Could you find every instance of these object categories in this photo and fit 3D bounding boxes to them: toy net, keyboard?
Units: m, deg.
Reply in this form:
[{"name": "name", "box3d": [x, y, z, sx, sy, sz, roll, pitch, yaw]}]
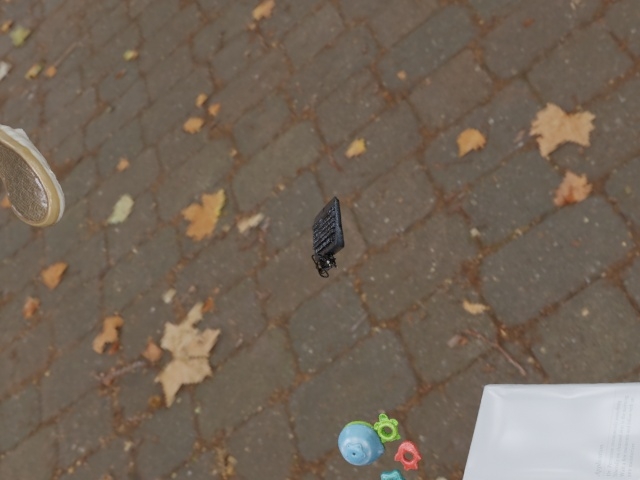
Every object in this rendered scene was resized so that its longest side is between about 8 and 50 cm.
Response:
[{"name": "toy net", "box3d": [0.122, 0.367, 1.414, 0.122, 0.232, 0.045, -31, 3, 23]}, {"name": "keyboard", "box3d": [0.000, 0.000, 1.396, 0.038, 0.192, 0.100, -6, 82, -9]}]

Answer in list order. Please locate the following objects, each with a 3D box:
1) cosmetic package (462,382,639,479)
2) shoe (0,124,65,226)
[{"name": "cosmetic package", "box3d": [0.302, 0.272, 1.018, 0.224, 0.224, 0.138, -6, 41, 32]}, {"name": "shoe", "box3d": [-0.350, -0.086, 1.136, 0.219, 0.058, 0.077, 41, 122, 40]}]
